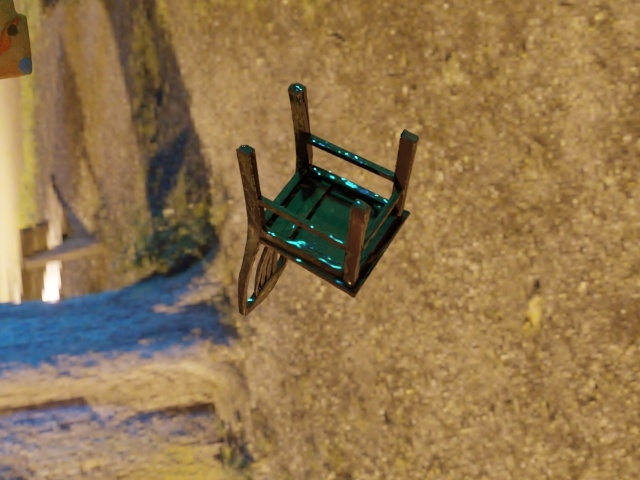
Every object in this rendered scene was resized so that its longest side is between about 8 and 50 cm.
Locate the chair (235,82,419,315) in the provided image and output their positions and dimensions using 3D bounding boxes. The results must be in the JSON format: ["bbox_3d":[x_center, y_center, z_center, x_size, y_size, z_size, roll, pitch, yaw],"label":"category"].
[{"bbox_3d":[0.000,0.000,0.763,0.101,0.084,0.212,26,146,16],"label":"chair"}]

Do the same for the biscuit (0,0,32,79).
[{"bbox_3d":[-0.292,-0.182,0.888,0.019,0.130,0.119,13,71,50],"label":"biscuit"}]
